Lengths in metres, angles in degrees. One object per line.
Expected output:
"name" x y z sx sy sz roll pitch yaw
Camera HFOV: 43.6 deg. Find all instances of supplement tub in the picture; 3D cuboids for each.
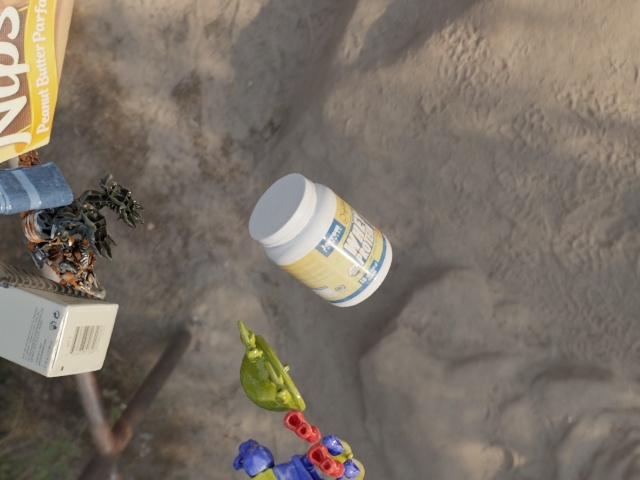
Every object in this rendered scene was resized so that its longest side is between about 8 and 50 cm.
"supplement tub" 0.000 0.000 1.260 0.144 0.144 0.200 -28 129 34

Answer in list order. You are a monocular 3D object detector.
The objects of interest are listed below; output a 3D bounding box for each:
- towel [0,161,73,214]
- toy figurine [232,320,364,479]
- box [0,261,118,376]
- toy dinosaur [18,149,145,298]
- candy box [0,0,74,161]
"towel" -0.384 -0.068 1.046 0.029 0.119 0.067 -46 73 30
"toy figurine" -0.076 0.313 1.037 0.217 0.191 0.362 -38 67 0
"box" -0.413 0.088 1.050 0.275 0.113 0.094 17 93 20
"toy dinosaur" -0.458 -0.025 1.429 0.219 0.164 0.322 -8 139 21
"candy box" -0.310 -0.214 0.720 0.088 0.183 0.316 29 120 10
